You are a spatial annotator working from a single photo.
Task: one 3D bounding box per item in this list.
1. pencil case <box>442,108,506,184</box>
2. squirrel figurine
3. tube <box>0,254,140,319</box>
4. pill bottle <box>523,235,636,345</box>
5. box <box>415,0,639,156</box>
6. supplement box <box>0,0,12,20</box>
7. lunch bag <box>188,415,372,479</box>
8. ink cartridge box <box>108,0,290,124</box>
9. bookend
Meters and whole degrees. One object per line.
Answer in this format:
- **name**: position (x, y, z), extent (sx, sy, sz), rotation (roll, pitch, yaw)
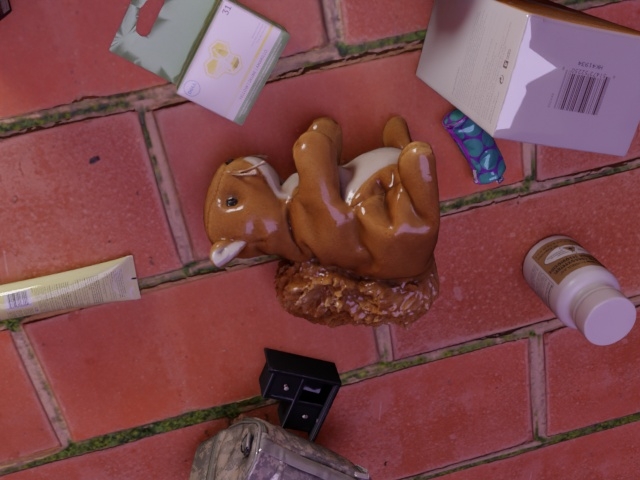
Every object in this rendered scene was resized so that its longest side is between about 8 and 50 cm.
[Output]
- **pencil case**: position (0.277, -0.169, 1.339), extent (0.070, 0.064, 0.152), rotation (-45, 119, -17)
- **squirrel figurine**: position (0.000, 0.000, 1.255), extent (0.370, 0.281, 0.397), rotation (-10, 116, 0)
- **tube**: position (-0.446, 0.088, 1.319), extent (0.240, 0.062, 0.070), rotation (-11, 162, -12)
- **pill bottle**: position (0.494, 0.095, 1.425), extent (0.131, 0.229, 0.131), rotation (-5, 117, -10)
- **box**: position (0.312, -0.273, 1.133), extent (0.214, 0.345, 0.168), rotation (5, 114, -15)
- **supplement box**: position (-0.499, -0.332, 1.016), extent (0.104, 0.188, 0.081), rotation (-8, 117, -8)
- **lunch bag**: position (-0.078, 0.485, 1.468), extent (0.305, 0.213, 0.256), rotation (32, 135, -23)
- **ink cartridge box**: position (-0.190, -0.310, 1.173), extent (0.235, 0.056, 0.171), rotation (24, 110, -24)
- **bookend**: position (-0.062, 0.313, 1.503), extent (0.157, 0.072, 0.156), rotation (16, 112, -19)
